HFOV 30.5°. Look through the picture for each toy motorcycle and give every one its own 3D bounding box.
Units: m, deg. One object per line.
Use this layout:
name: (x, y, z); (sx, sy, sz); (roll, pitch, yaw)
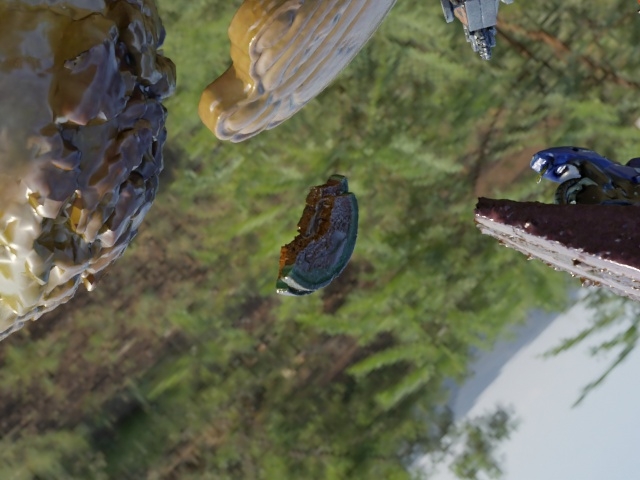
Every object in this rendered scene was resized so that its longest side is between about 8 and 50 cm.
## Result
toy motorcycle: (0.234, -0.419, 1.860); (0.108, 0.173, 0.307); (-15, 154, 6)
toy motorcycle: (0.423, -0.061, 1.516); (0.315, 0.169, 0.113); (5, 144, -20)

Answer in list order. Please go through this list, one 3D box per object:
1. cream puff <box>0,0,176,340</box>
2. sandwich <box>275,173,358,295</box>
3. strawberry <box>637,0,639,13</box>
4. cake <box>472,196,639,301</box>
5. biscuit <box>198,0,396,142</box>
cream puff: (-0.221, -0.066, 0.726); (0.327, 0.231, 0.343); (22, -80, 58)
sandwich: (0.001, 0.000, 1.000); (0.135, 0.029, 0.067); (-62, 141, -36)
strawberry: (0.520, -0.367, 1.658); (0.188, 0.121, 0.082); (110, -16, -84)
cake: (0.292, 0.000, 1.139); (0.112, 0.295, 0.116); (-71, 156, -13)
biscuit: (-0.012, -0.242, 1.409); (0.312, 0.057, 0.351); (-53, 167, 33)
